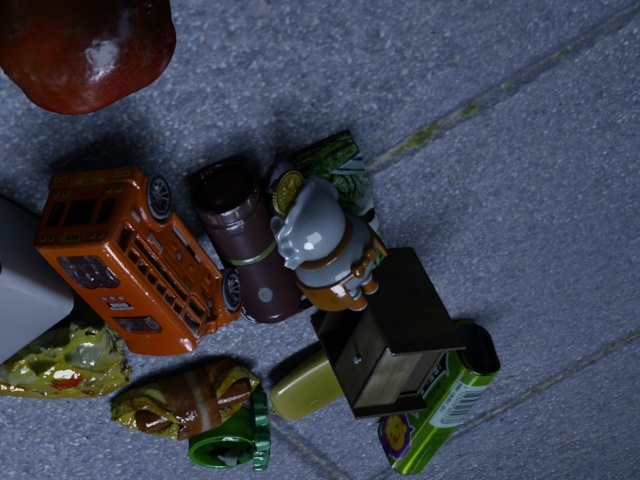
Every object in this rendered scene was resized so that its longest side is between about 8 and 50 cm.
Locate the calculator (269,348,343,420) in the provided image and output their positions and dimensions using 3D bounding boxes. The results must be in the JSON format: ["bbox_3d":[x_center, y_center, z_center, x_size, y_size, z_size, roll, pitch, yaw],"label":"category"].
[{"bbox_3d":[0.010,0.250,1.961,0.236,0.033,0.157,-33,146,-6],"label":"calculator"}]

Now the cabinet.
[{"bbox_3d":[0.102,0.151,1.763,0.148,0.215,0.175,-3,139,-29],"label":"cabinet"}]

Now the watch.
[{"bbox_3d":[-0.164,0.338,1.938,0.152,0.131,0.165,-2,146,-2],"label":"watch"}]

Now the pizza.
[{"bbox_3d":[-0.372,0.176,1.549,0.279,0.075,0.287,2,159,-25],"label":"pizza"}]

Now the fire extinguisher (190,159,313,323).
[{"bbox_3d":[-0.084,0.020,1.577,0.141,0.105,0.341,-30,142,-8],"label":"fire extinguisher"}]

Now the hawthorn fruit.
[{"bbox_3d":[-0.257,-0.220,1.126,0.202,0.185,0.185,-25,148,29],"label":"hawthorn fruit"}]

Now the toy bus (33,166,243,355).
[{"bbox_3d":[-0.229,0.045,1.417,0.143,0.153,0.329,-3,145,22],"label":"toy bus"}]

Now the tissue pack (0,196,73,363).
[{"bbox_3d":[-0.459,0.074,1.368,0.246,0.159,0.136,-36,145,12],"label":"tissue pack"}]

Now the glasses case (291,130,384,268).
[{"bbox_3d":[0.034,-0.043,1.610,0.095,0.062,0.272,-24,145,-3],"label":"glasses case"}]

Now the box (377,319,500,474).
[{"bbox_3d":[0.229,0.311,2.117,0.097,0.134,0.346,2,135,-28],"label":"box"}]

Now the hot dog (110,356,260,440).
[{"bbox_3d":[-0.221,0.279,1.820,0.261,0.093,0.123,-18,134,-11],"label":"hot dog"}]

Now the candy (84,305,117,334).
[{"bbox_3d":[-0.278,0.064,1.568,0.062,0.058,0.194,8,124,-54],"label":"candy"}]

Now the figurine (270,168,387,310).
[{"bbox_3d":[0.008,0.003,1.492,0.143,0.143,0.271,-26,145,-1],"label":"figurine"}]
